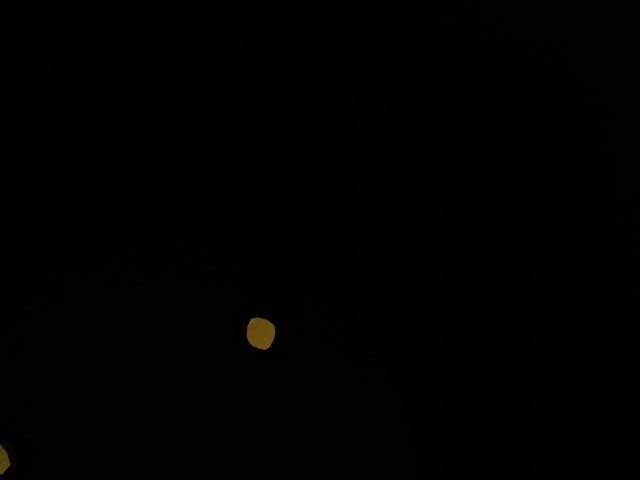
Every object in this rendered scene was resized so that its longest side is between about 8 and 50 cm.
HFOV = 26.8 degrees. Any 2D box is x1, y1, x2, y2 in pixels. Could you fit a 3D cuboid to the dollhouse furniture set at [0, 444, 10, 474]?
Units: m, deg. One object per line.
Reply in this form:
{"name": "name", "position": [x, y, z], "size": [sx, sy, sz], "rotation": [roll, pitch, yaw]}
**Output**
{"name": "dollhouse furniture set", "position": [-0.157, 0.049, 0.401], "size": [0.151, 0.123, 0.144], "rotation": [21, 143, 15]}

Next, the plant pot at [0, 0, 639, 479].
{"name": "plant pot", "position": [0.000, 0.000, 0.227], "size": [0.275, 0.275, 0.293], "rotation": [3, 156, -17]}
